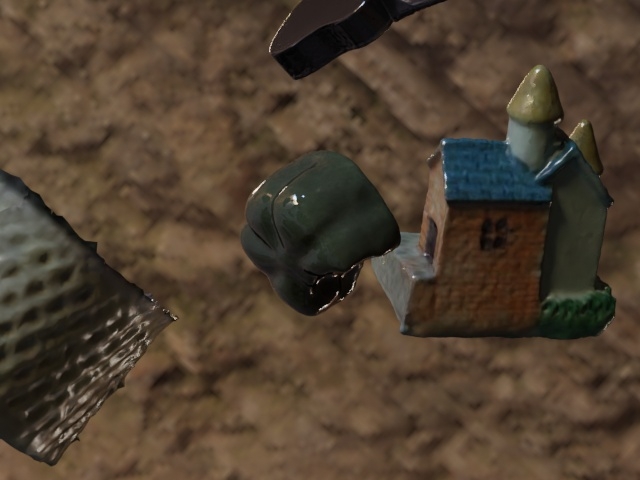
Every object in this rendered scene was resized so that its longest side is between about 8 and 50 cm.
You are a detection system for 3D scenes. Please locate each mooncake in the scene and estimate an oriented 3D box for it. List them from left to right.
[{"bbox_3d":[0.000,0.000,1.729,0.168,0.104,0.175,28,-38,31],"label":"mooncake"}]

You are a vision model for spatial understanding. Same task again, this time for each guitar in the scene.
[{"bbox_3d":[0.064,-0.177,1.264,0.271,0.084,0.038,-11,-49,48],"label":"guitar"}]

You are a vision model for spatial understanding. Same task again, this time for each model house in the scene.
[{"bbox_3d":[0.222,-0.066,2.040,0.267,0.325,0.194,2,26,-13],"label":"model house"}]

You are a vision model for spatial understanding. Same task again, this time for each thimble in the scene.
[{"bbox_3d":[-0.254,0.027,1.270,0.271,0.150,0.271,37,-7,5],"label":"thimble"}]
